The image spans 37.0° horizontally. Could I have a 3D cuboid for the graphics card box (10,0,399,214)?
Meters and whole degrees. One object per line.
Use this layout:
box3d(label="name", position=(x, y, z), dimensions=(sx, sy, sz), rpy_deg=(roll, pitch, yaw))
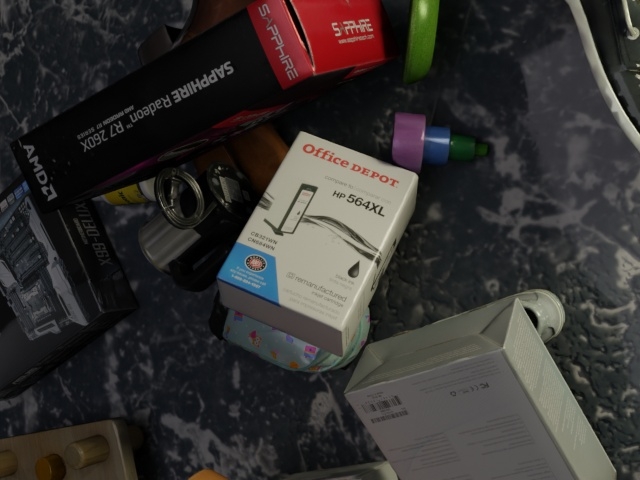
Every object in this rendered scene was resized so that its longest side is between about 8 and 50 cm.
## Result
box3d(label="graphics card box", position=(-0.120, -0.152, 1.021), dimensions=(0.371, 0.233, 0.094), rpy_deg=(-21, 95, 27))

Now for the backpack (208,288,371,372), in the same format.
box3d(label="backpack", position=(-0.035, 0.089, 1.125), dimensions=(0.182, 0.115, 0.152), rpy_deg=(23, 102, 26))

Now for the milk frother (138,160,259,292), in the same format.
box3d(label="milk frother", position=(-0.166, -0.024, 1.120), dimensions=(0.134, 0.143, 0.129), rpy_deg=(-38, 36, 28))

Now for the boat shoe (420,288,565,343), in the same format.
box3d(label="boat shoe", position=(0.150, 0.114, 1.028), dimensions=(0.227, 0.081, 0.079), rpy_deg=(-30, 76, 29))

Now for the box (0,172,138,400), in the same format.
box3d(label="box", position=(-0.431, 0.066, 1.394), dimensions=(0.307, 0.076, 0.242), rpy_deg=(-34, 75, 29))

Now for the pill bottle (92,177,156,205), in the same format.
box3d(label="pill bottle", position=(-0.260, -0.080, 1.287), dimensions=(0.116, 0.065, 0.065), rpy_deg=(-3, 91, 33))

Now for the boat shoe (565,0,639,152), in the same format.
box3d(label="boat shoe", position=(0.300, -0.199, 0.901), dimensions=(0.091, 0.114, 0.303), rpy_deg=(-32, 76, 35))

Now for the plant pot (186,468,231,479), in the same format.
box3d(label="plant pot", position=(-0.091, 0.412, 0.989), dimensions=(0.203, 0.291, 0.291), rpy_deg=(21, 104, 13))

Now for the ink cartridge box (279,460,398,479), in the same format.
box3d(label="ink cartridge box", position=(0.027, 0.376, 1.112), dimensions=(0.154, 0.093, 0.212), rpy_deg=(-17, 85, 31))

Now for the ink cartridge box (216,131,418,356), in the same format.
box3d(label="ink cartridge box", position=(0.000, 0.000, 1.038), dimensions=(0.148, 0.086, 0.203), rpy_deg=(22, 66, 12))

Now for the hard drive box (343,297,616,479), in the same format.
box3d(label="hard drive box", position=(0.163, 0.195, 0.961), dimensions=(0.181, 0.089, 0.232), rpy_deg=(-21, 110, 31))

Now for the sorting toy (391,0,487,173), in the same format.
box3d(label="sorting toy", position=(0.154, -0.250, 1.017), dimensions=(0.126, 0.127, 0.366), rpy_deg=(6, 99, 2))

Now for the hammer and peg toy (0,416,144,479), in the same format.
box3d(label="hammer and peg toy", position=(-0.327, 0.436, 1.318), dimensions=(0.266, 0.127, 0.361), rpy_deg=(-16, 84, 30))

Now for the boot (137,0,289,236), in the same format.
box3d(label="boot", position=(-0.088, -0.176, 1.158), dimensions=(0.264, 0.096, 0.280), rpy_deg=(-33, 77, 27))
